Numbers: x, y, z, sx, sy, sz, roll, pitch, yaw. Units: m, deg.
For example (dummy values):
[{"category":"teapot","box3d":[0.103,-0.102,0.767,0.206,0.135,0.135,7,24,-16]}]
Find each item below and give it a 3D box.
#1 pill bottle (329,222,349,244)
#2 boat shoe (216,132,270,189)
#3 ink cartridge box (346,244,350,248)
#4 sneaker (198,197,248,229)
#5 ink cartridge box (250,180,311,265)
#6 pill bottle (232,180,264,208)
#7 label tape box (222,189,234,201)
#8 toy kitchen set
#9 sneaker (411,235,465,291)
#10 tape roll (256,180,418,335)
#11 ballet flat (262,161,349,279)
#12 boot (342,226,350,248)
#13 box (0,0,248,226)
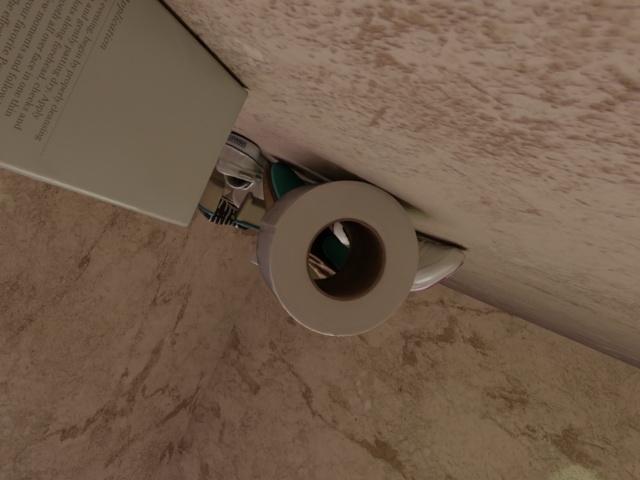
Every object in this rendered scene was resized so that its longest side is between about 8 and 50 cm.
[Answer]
[{"category":"pill bottle","box3d":[0.066,-0.035,1.170,0.086,0.086,0.152,25,179,-19]},{"category":"boat shoe","box3d":[-0.164,-0.148,0.889,0.095,0.084,0.258,24,179,6]},{"category":"ink cartridge box","box3d":[0.000,0.000,1.558,0.255,0.189,0.097,24,178,16]},{"category":"sneaker","box3d":[-0.429,-0.130,1.832,0.162,0.106,0.281,30,-179,42]},{"category":"ink cartridge box","box3d":[-0.058,-0.021,1.035,0.092,0.219,0.160,24,178,21]},{"category":"pill bottle","box3d":[-0.194,-0.132,1.453,0.117,0.117,0.215,24,179,22]},{"category":"label tape box","box3d":[-0.294,-0.175,1.884,0.333,0.106,0.240,28,179,-6]},{"category":"toy kitchen set","box3d":[-0.198,-0.085,0.998,0.166,0.122,0.207,20,-159,-19]},{"category":"sneaker","box3d":[0.177,0.030,0.976,0.305,0.114,0.152,-6,118,55]},{"category":"tape roll","box3d":[0.020,0.021,0.742,0.246,0.246,0.169,25,179,-16]},{"category":"ballet flat","box3d":[-0.026,0.002,0.893,0.342,0.116,0.124,48,132,-12]},{"category":"boot","box3d":[0.062,-0.006,0.936,0.198,0.137,0.077,26,-160,9]},{"category":"box","box3d":[-0.253,-0.155,0.348,0.215,0.168,0.345,24,178,21]}]
